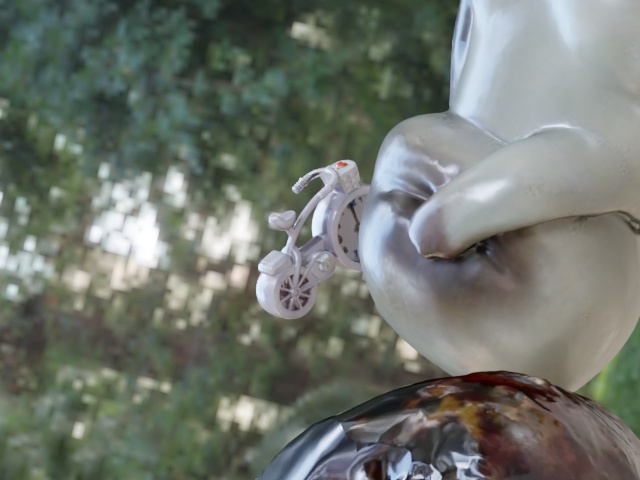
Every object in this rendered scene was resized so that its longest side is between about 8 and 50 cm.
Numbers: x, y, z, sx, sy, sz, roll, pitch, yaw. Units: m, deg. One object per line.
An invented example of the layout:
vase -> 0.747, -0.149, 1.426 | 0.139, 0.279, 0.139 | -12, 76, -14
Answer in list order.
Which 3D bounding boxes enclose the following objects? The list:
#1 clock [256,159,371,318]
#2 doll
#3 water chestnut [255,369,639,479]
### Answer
clock -> 0.000, 0.000, 1.469 | 0.129, 0.041, 0.087 | -41, -61, -21
doll -> 0.156, -0.072, 1.281 | 0.226, 0.215, 0.370 | 22, -81, -58
water chestnut -> 0.062, 0.201, 0.988 | 0.289, 0.244, 0.289 | -53, 21, 31
